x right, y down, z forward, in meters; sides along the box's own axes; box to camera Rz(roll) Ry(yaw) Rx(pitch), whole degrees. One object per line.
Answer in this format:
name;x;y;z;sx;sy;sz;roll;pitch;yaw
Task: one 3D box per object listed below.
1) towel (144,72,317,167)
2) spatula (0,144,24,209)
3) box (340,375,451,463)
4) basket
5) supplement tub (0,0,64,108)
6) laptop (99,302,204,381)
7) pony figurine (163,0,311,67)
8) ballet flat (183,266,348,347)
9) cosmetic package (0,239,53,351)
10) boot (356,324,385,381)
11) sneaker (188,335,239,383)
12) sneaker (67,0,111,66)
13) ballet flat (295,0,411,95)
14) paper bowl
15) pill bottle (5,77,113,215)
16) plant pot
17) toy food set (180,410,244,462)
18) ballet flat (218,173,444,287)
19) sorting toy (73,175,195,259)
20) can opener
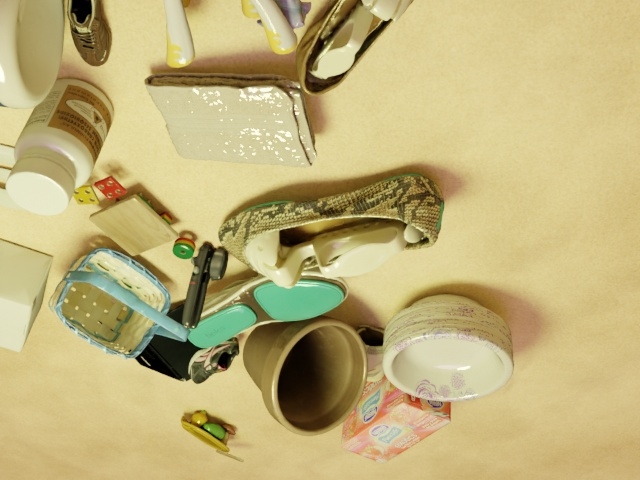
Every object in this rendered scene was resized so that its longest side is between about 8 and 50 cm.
towel;-0.149;-0.204;1.314;0.282;0.049;0.187;4;142;18
spatula;-0.693;-0.140;1.524;0.241;0.019;0.168;12;139;-5
box;0.188;0.430;1.929;0.142;0.154;0.300;24;137;-18
basket;-0.441;0.133;1.631;0.254;0.201;0.288;42;160;-34
supplement tub;-0.574;-0.330;1.127;0.324;0.236;0.235;8;139;0
laptop;-0.385;0.234;1.902;0.264;0.137;0.234;12;146;36
pony figurine;-0.155;-0.395;1.001;0.350;0.303;0.363;-1;154;22
ballet flat;-0.123;0.115;1.644;0.400;0.139;0.139;-21;131;23
cosmetic package;-0.820;0.087;1.700;0.384;0.156;0.217;20;137;-16
boot;0.065;0.268;1.824;0.213;0.077;0.165;6;139;-5
sneaker;-0.260;0.297;1.860;0.072;0.077;0.178;21;120;-34
sneaker;-0.377;-0.345;1.204;0.066;0.071;0.188;7;138;0
ballet flat;0.063;-0.334;1.110;0.116;0.124;0.342;27;135;-21
paper bowl;0.282;0.230;1.692;0.284;0.148;0.284;4;138;4
pill bottle;-0.448;-0.160;1.304;0.131;0.229;0.131;4;139;4
plant pot;-0.061;0.279;1.723;0.229;0.263;0.263;17;156;51
toy food set;-0.313;0.558;2.224;0.128;0.071;0.218;0;142;46
ballet flat;0.000;0.000;1.452;0.482;0.182;0.164;-12;136;21
sorting toy;-0.385;-0.046;1.561;0.132;0.046;0.274;-20;132;28
can opener;-0.255;0.094;1.605;0.073;0.186;0.059;2;155;37
